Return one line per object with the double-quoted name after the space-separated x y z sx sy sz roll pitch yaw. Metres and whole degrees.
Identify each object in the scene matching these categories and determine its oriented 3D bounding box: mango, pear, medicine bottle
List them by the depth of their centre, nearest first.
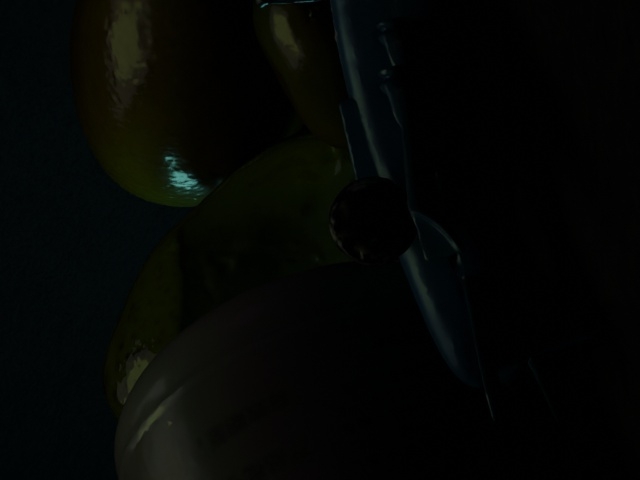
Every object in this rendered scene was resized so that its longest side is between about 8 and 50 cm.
0.041 0.202 0.973 0.256 0.256 0.325 77 171 -57 "medicine bottle"
0.009 -0.131 1.240 0.122 0.085 0.191 57 179 33 "mango"
-0.044 0.050 1.351 0.176 0.282 0.286 62 -175 -52 "pear"
-0.103 -0.180 1.471 0.445 0.220 0.301 135 145 -81 "mango"

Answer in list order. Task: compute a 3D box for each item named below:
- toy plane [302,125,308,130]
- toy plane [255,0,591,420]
0.004 -0.062 1.780 0.188 0.062 0.135 76 174 -50 "toy plane"
0.050 -0.048 0.847 0.254 0.105 0.271 -2 -111 -78 "toy plane"
